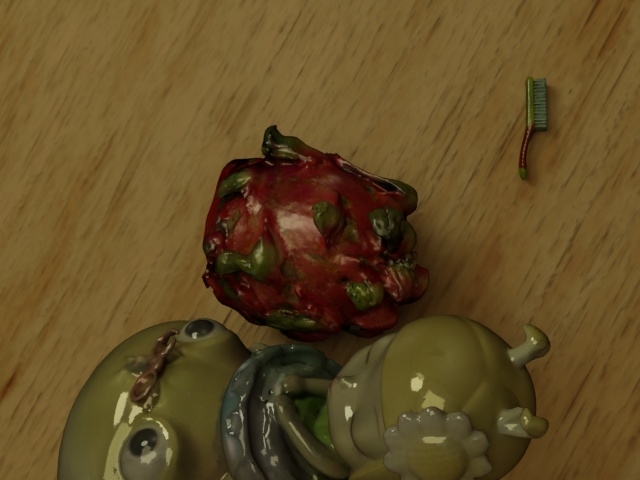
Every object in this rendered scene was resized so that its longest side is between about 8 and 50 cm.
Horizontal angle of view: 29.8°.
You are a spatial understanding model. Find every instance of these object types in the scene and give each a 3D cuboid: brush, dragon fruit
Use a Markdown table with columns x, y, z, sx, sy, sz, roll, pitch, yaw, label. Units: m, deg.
| x | y | z | sx | sy | sz | roll | pitch | yaw | label |
| --- | --- | --- | --- | --- | --- | --- | --- | --- | --- |
| 0.170 | -0.088 | 0.957 | 0.021 | 0.019 | 0.083 | 5 | 80 | 9 | brush |
| 0.000 | 0.000 | 0.919 | 0.172 | 0.160 | 0.167 | 8 | 123 | 24 | dragon fruit |

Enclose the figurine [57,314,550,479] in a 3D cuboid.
| x | y | z | sx | sy | sz | roll | pitch | yaw | label |
| --- | --- | --- | --- | --- | --- | --- | --- | --- | --- |
| 0.005 | 0.150 | 0.848 | 0.394 | 0.274 | 0.227 | -23 | 36 | 38 | figurine |
